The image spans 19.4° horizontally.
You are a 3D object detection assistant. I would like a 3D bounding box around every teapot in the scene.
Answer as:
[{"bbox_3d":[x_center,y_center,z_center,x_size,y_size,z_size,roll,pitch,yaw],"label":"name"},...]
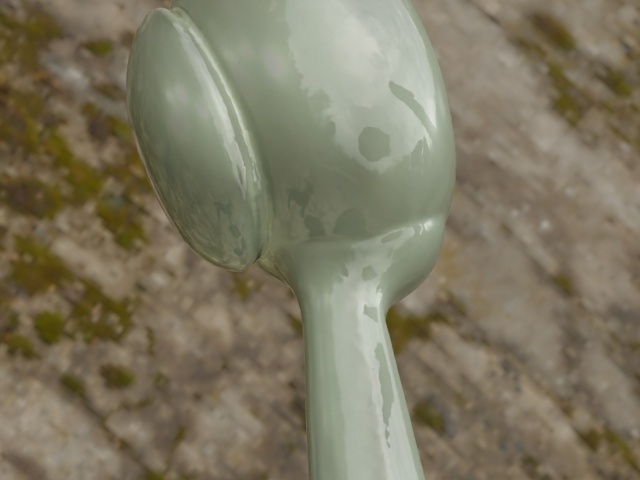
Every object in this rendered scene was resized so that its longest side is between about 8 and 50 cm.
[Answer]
[{"bbox_3d":[-0.001,-0.023,0.943,0.149,0.220,0.318,-19,44,-13],"label":"teapot"}]
